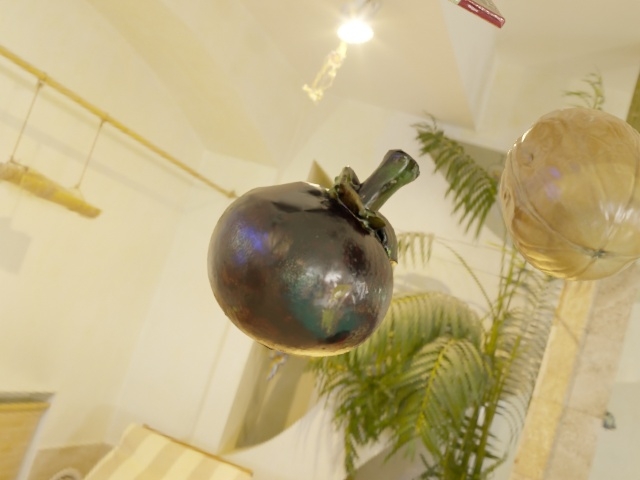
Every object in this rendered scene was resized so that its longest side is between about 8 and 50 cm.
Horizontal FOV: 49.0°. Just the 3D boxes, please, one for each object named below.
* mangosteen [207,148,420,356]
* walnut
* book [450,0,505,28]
[{"bbox_3d":[0.000,0.000,0.847,0.231,0.289,0.231,33,3,-2],"label":"mangosteen"},{"bbox_3d":[0.268,-0.047,0.730,0.165,0.165,0.197,20,33,-15],"label":"walnut"},{"bbox_3d":[0.126,-0.359,0.912,0.231,0.022,0.162,23,31,-18],"label":"book"}]
